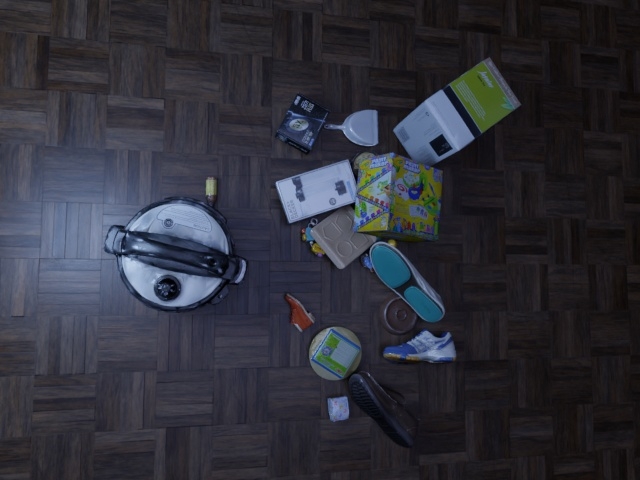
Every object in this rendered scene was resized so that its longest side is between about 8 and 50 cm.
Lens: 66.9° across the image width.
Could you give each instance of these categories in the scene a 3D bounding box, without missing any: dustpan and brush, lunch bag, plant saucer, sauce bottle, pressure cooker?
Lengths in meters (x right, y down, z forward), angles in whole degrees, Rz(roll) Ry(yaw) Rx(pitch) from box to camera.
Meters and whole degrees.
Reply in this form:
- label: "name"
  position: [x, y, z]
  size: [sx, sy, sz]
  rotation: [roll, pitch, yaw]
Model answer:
- label: "dustpan and brush"
  position: [0.120, -0.452, 1.927]
  size: [0.211, 0.060, 0.147]
  rotation: [1, 84, -19]
- label: "lunch bag"
  position: [0.067, 0.637, 1.834]
  size: [0.071, 0.053, 0.083]
  rotation: [-5, 77, -14]
- label: "plant saucer"
  position: [0.317, 0.293, 1.923]
  size: [0.168, 0.029, 0.168]
  rotation: [1, 85, -13]
- label: "sauce bottle"
  position: [-0.406, -0.171, 1.797]
  size: [0.042, 0.042, 0.128]
  rotation: [3, 84, -12]
- label: "pressure cooker"
  position: [-0.453, 0.055, 1.579]
  size: [0.370, 0.420, 0.375]
  rotation: [-29, 92, -12]

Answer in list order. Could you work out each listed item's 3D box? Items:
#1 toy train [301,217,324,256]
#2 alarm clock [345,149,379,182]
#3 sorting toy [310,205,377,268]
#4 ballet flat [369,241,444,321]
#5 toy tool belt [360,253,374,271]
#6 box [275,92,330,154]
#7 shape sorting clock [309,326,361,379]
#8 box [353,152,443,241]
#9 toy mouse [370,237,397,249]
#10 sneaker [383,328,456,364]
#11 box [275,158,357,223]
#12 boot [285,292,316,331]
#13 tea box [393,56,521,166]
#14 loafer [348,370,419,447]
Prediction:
- label: "toy train"
  position: [0.000, 0.000, 1.872]
  size: [0.166, 0.046, 0.125]
  rotation: [44, 59, 1]
- label: "alarm clock"
  position: [0.198, -0.295, 1.921]
  size: [0.192, 0.064, 0.129]
  rotation: [-20, 90, -9]
- label: "sorting toy"
  position: [0.088, -0.016, 1.869]
  size: [0.208, 0.038, 0.193]
  rotation: [-38, 85, -25]
- label: "ballet flat"
  position: [0.338, 0.149, 1.893]
  size: [0.139, 0.139, 0.400]
  rotation: [-44, 98, -11]
- label: "toy tool belt"
  position: [0.193, 0.088, 1.899]
  size: [0.052, 0.051, 0.083]
  rotation: [-32, 93, -12]
- label: "box"
  position: [-0.069, -0.450, 1.869]
  size: [0.147, 0.077, 0.180]
  rotation: [28, 81, -8]
- label: "shape sorting clock"
  position: [0.057, 0.431, 1.851]
  size: [0.206, 0.040, 0.206]
  rotation: [0, 88, -15]
- label: "box"
  position: [0.296, -0.149, 1.818]
  size: [0.290, 0.177, 0.279]
  rotation: [11, 82, -38]
- label: "toy mouse"
  position: [0.235, 0.021, 1.922]
  size: [0.143, 0.031, 0.161]
  rotation: [14, 83, -11]
- label: "sneaker"
  position: [0.383, 0.416, 1.903]
  size: [0.296, 0.112, 0.131]
  rotation: [3, 68, -13]
- label: "box"
  position: [-0.010, -0.182, 1.840]
  size: [0.290, 0.087, 0.169]
  rotation: [-17, 92, -6]
- label: "boot"
  position: [-0.094, 0.271, 1.825]
  size: [0.084, 0.059, 0.158]
  rotation: [-40, 96, -7]
- label: "tea box"
  position: [0.511, -0.472, 1.865]
  size: [0.323, 0.329, 0.220]
  rotation: [-35, 93, -13]
- label: "loafer"
  position: [0.246, 0.623, 1.848]
  size: [0.366, 0.134, 0.130]
  rotation: [53, 55, -14]
